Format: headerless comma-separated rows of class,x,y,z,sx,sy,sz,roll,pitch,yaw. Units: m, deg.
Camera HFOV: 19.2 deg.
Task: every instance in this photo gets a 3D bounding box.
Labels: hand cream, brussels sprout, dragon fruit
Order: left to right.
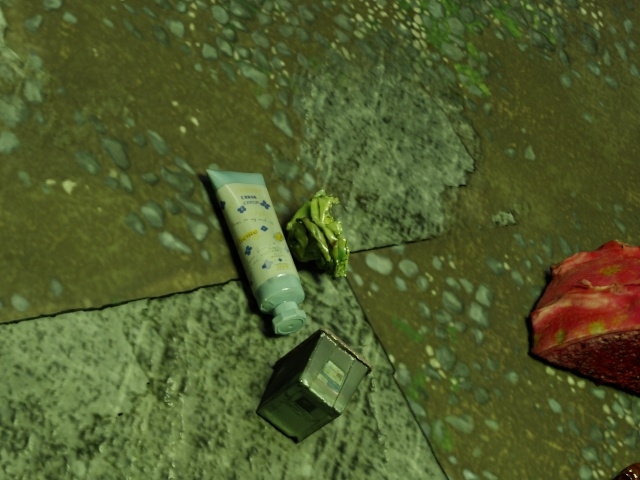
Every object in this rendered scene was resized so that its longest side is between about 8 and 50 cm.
hand cream,-0.053,0.005,1.703,0.065,0.043,0.171,5,53,-39
brussels sprout,0.000,0.000,1.740,0.058,0.085,0.085,-25,73,-13
dragon fruit,0.347,0.083,1.931,0.261,0.189,0.163,24,76,-31

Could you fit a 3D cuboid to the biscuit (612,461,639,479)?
biscuit,0.347,0.299,1.817,0.192,0.049,0.192,27,44,-29

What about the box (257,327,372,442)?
box,-0.008,0.127,1.617,0.060,0.084,0.063,38,49,-13
